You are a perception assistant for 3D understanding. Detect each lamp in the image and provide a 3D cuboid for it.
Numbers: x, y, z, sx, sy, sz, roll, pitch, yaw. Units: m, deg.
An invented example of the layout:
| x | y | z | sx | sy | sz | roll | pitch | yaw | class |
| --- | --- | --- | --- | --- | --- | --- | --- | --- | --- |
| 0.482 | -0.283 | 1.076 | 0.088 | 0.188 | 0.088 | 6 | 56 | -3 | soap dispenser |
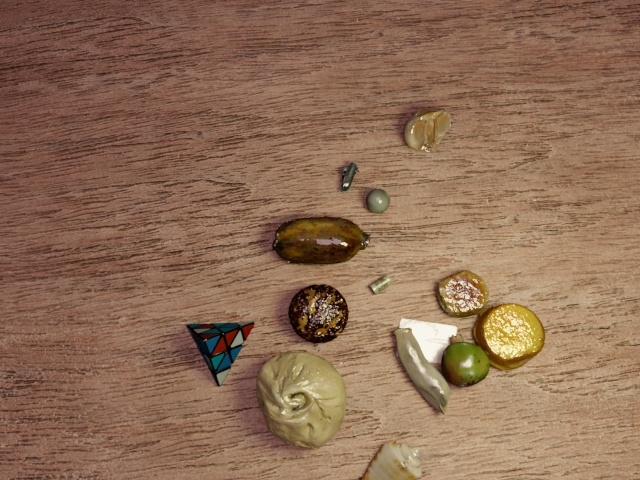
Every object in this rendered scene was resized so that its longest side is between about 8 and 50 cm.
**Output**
| x | y | z | sx | sy | sz | roll | pitch | yaw | class |
| --- | --- | --- | --- | --- | --- | --- | --- | --- | --- |
| 0.242 | -0.166 | 1.963 | 0.105 | 0.105 | 0.105 | -1 | 74 | 3 | lamp |

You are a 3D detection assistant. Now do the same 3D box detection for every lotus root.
| x | y | z | sx | sy | sz | roll | pitch | yaw | class |
| --- | --- | --- | --- | --- | --- | --- | --- | --- | --- |
| 0.000 | 0.000 | 1.887 | 0.398 | 0.179 | 0.195 | 1 | 77 | 4 | lotus root |

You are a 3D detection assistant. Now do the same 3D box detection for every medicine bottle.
| x | y | z | sx | sy | sz | roll | pitch | yaw | class |
| --- | --- | --- | --- | --- | --- | --- | --- | --- | --- |
| 0.245 | 0.180 | 1.894 | 0.083 | 0.047 | 0.047 | -32 | 75 | -6 | medicine bottle |

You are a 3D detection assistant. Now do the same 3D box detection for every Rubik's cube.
| x | y | z | sx | sy | sz | roll | pitch | yaw | class |
| --- | --- | --- | --- | --- | --- | --- | --- | --- | --- |
| -0.360 | 0.364 | 1.820 | 0.234 | 0.250 | 0.284 | -25 | 69 | -24 | Rubik's cube |

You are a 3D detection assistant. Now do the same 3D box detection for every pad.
| x | y | z | sx | sy | sz | roll | pitch | yaw | class |
| --- | --- | --- | --- | --- | --- | --- | --- | --- | --- |
| 0.424 | 0.401 | 1.846 | 0.232 | 0.004 | 0.156 | 8 | 75 | 5 | pad |

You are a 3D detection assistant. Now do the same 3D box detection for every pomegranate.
| x | y | z | sx | sy | sz | roll | pitch | yaw | class |
| --- | --- | --- | --- | --- | --- | --- | --- | --- | --- |
| 0.534 | 0.442 | 1.752 | 0.180 | 0.179 | 0.209 | -4 | 48 | 2 | pomegranate |

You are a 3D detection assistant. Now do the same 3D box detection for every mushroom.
| x | y | z | sx | sy | sz | roll | pitch | yaw | class |
| --- | --- | --- | --- | --- | --- | --- | --- | --- | --- |
| 0.384 | 0.490 | 1.775 | 0.109 | 0.097 | 0.351 | -34 | 75 | 4 | mushroom |

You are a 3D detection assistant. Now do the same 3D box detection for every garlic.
| x | y | z | sx | sy | sz | roll | pitch | yaw | class |
| --- | --- | --- | --- | --- | --- | --- | --- | --- | --- |
| 0.446 | -0.492 | 2.034 | 0.229 | 0.177 | 0.143 | -29 | 43 | -23 | garlic |

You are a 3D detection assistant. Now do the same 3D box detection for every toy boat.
| x | y | z | sx | sy | sz | roll | pitch | yaw | class |
| --- | --- | --- | --- | --- | --- | --- | --- | --- | --- |
| 0.116 | -0.270 | 2.022 | 0.060 | 0.055 | 0.141 | 22 | 77 | 0 | toy boat |

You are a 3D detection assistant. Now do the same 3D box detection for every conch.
| x | y | z | sx | sy | sz | roll | pitch | yaw | class |
| --- | --- | --- | --- | --- | --- | --- | --- | --- | --- |
| 0.262 | 0.826 | 1.672 | 0.255 | 0.127 | 0.158 | -43 | 77 | -8 | conch |

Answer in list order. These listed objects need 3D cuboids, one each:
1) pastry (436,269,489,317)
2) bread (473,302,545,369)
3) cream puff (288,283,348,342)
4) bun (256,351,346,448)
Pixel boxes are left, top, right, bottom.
| x | y | z | sx | sy | sz | roll | pitch | yaw | class |
| --- | --- | --- | --- | --- | --- | --- | --- | --- | --- |
| 0.564 | 0.217 | 1.845 | 0.193 | 0.093 | 0.182 | -22 | 71 | -2 | pastry |
| 0.718 | 0.354 | 1.775 | 0.269 | 0.145 | 0.268 | -1 | 71 | 4 | bread |
| -0.008 | 0.282 | 1.817 | 0.239 | 0.165 | 0.238 | 0 | 72 | 1 | cream puff |
| -0.065 | 0.578 | 1.708 | 0.326 | 0.234 | 0.361 | -27 | 81 | -10 | bun |
